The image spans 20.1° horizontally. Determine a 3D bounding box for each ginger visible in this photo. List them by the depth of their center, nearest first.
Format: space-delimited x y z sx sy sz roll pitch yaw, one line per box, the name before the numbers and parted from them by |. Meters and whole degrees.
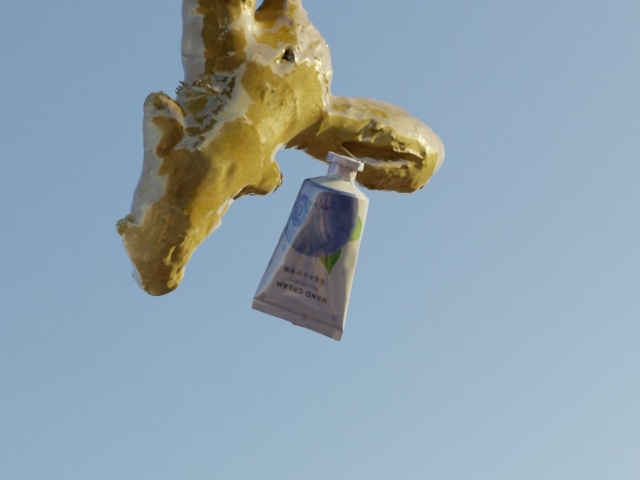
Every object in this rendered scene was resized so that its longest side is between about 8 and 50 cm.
ginger | -0.070 -0.156 1.609 0.122 0.363 0.348 -1 24 48

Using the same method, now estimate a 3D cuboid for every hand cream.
hand cream | 0.000 0.000 1.434 0.053 0.084 0.142 14 -85 -65
